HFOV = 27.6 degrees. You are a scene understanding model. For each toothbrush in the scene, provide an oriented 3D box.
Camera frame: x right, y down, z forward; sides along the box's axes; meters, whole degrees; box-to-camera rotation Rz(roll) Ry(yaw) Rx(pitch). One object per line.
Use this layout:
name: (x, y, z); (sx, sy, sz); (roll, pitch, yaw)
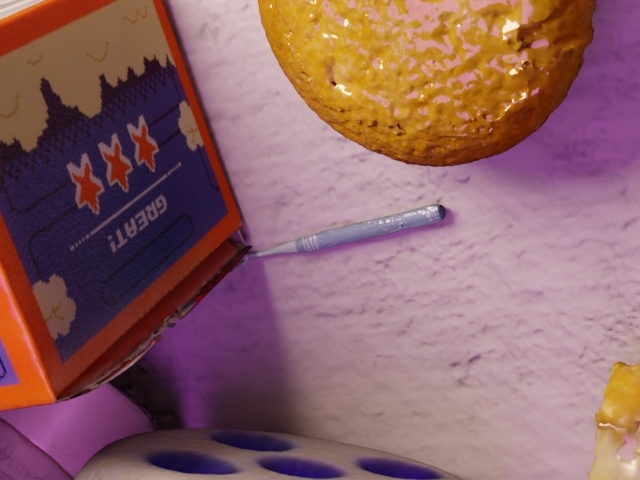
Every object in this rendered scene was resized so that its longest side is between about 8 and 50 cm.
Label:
toothbrush: (0.000, 0.000, 1.066); (0.219, 0.019, 0.016); (-13, 101, 26)

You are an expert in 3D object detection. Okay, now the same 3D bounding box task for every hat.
hat: (-0.263, 0.207, 1.182); (0.232, 0.161, 0.275); (37, 116, -1)

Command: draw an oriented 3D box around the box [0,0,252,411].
box: (-0.297, -0.024, 1.001); (0.348, 0.318, 0.257); (-11, 107, 24)

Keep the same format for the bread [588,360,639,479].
bread: (0.383, 0.210, 0.923); (0.375, 0.165, 0.237); (8, 119, 18)

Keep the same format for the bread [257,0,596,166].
bread: (0.074, -0.167, 0.898); (0.239, 0.139, 0.240); (8, 114, 18)

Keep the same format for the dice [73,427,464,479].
dice: (-0.034, 0.303, 1.013); (0.304, 0.304, 0.277); (10, 95, 17)
